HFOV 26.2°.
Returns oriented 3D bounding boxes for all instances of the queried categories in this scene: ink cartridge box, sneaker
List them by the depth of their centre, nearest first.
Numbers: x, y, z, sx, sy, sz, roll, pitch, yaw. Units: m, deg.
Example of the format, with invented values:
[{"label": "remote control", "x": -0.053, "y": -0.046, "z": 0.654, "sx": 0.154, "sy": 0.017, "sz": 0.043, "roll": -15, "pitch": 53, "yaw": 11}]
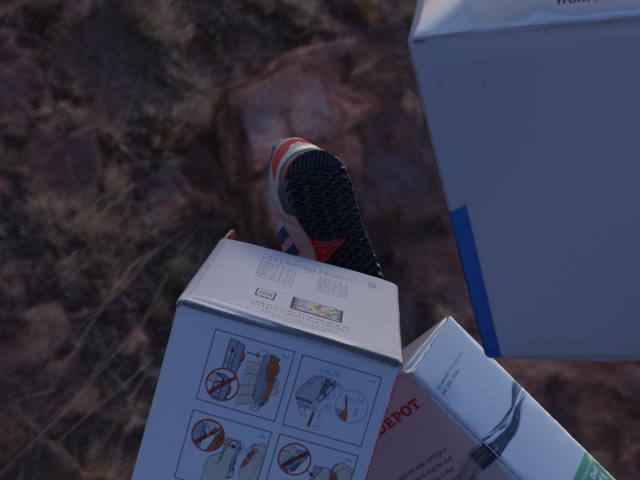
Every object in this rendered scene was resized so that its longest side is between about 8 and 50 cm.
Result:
[{"label": "ink cartridge box", "x": 0.146, "y": -0.093, "z": 0.553, "sx": 0.171, "sy": 0.168, "sz": 0.233, "roll": 71, "pitch": 25, "yaw": -42}, {"label": "ink cartridge box", "x": -0.050, "y": 0.167, "z": 0.871, "sx": 0.130, "sy": 0.309, "sz": 0.272, "roll": 16, "pitch": 11, "yaw": 0}, {"label": "sneaker", "x": 0.000, "y": 0.000, "z": 0.969, "sx": 0.057, "sy": 0.161, "sz": 0.075, "roll": -21, "pitch": 27, "yaw": -12}, {"label": "ink cartridge box", "x": 0.116, "y": 0.185, "z": 1.116, "sx": 0.208, "sy": 0.153, "sz": 0.087, "roll": 45, "pitch": 42, "yaw": -4}]
